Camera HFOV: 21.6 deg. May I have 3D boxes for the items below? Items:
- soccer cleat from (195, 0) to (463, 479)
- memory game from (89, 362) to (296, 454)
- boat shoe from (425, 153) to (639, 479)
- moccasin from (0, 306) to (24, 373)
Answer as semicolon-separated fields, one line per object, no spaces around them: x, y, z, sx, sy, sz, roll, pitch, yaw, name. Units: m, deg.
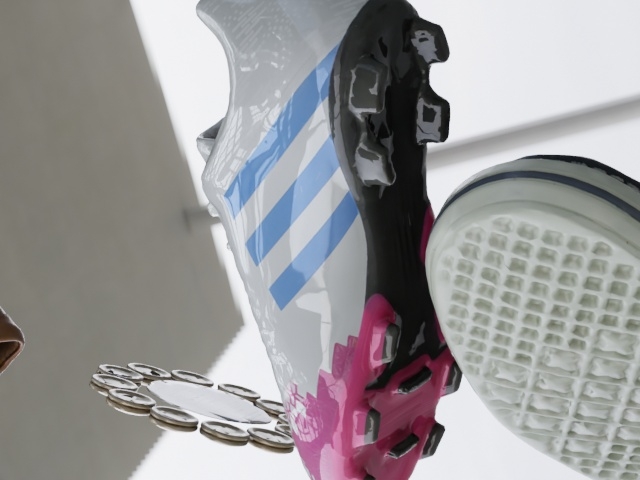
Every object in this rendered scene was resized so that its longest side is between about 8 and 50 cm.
0.000;0.000;0.943;0.116;0.143;0.331;-34;-48;-43;soccer cleat
-0.086;0.127;1.271;0.186;0.186;0.012;-1;-73;-71;memory game
0.237;0.063;0.987;0.500;0.187;0.156;31;-126;-39;boat shoe
-0.420;0.173;1.436;0.380;0.147;0.139;-37;-25;-31;moccasin
